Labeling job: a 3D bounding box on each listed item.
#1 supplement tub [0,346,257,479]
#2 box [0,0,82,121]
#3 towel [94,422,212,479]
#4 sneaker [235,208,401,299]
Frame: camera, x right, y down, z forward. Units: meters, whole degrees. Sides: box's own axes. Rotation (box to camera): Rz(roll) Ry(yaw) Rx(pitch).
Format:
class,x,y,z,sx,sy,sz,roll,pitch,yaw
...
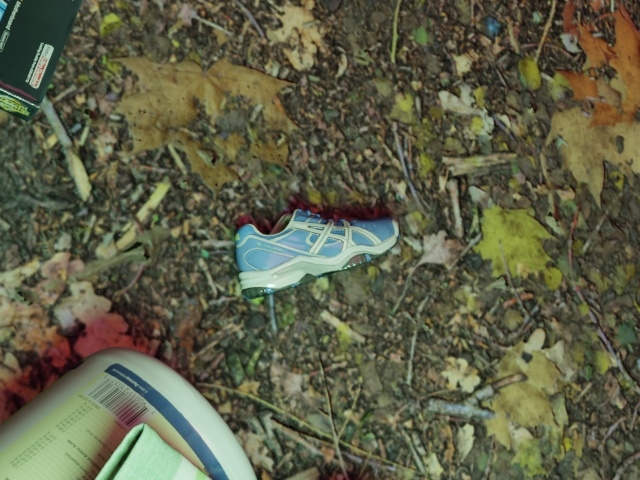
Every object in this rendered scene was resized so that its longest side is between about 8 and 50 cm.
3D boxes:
class,x,y,z,sx,sy,sz,roll,pitch,yaw
supplement tub,-0.236,0.273,1.185,0.325,0.235,0.235,-39,97,-31
box,-0.339,-0.257,1.385,0.175,0.051,0.220,26,65,-20
towel,-0.124,0.336,1.122,0.248,0.038,0.325,-57,132,-19
sneaker,0.000,0.000,1.484,0.211,0.080,0.081,-17,88,-33
